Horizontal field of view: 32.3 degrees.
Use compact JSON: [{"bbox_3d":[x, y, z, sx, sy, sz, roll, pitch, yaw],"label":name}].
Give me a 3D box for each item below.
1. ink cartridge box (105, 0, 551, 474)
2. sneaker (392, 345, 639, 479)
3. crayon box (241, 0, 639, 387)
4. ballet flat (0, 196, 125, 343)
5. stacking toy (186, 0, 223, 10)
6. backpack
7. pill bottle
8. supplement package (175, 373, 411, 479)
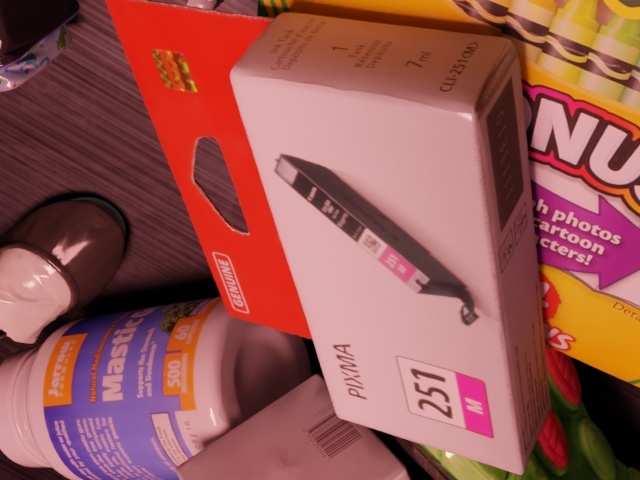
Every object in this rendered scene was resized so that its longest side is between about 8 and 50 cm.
[{"bbox_3d":[0.000,0.000,0.615,0.239,0.060,0.275,12,140,27],"label":"ink cartridge box"},{"bbox_3d":[0.130,0.190,0.872,0.202,0.185,0.482,-21,116,39],"label":"sneaker"},{"bbox_3d":[0.146,-0.074,0.555,0.363,0.106,0.313,24,144,11],"label":"crayon box"},{"bbox_3d":[-0.278,0.054,0.983,0.280,0.096,0.095,-28,113,39],"label":"ballet flat"},{"bbox_3d":[0.031,-0.178,0.677,0.167,0.052,0.221,30,133,-7],"label":"stacking toy"},{"bbox_3d":[-0.239,-0.154,0.773,0.114,0.105,0.084,9,132,23],"label":"backpack"},{"bbox_3d":[-0.157,0.135,0.965,0.272,0.152,0.152,-10,125,30],"label":"pill bottle"},{"bbox_3d":[0.014,0.251,0.852,0.139,0.134,0.244,42,160,52],"label":"supplement package"}]
